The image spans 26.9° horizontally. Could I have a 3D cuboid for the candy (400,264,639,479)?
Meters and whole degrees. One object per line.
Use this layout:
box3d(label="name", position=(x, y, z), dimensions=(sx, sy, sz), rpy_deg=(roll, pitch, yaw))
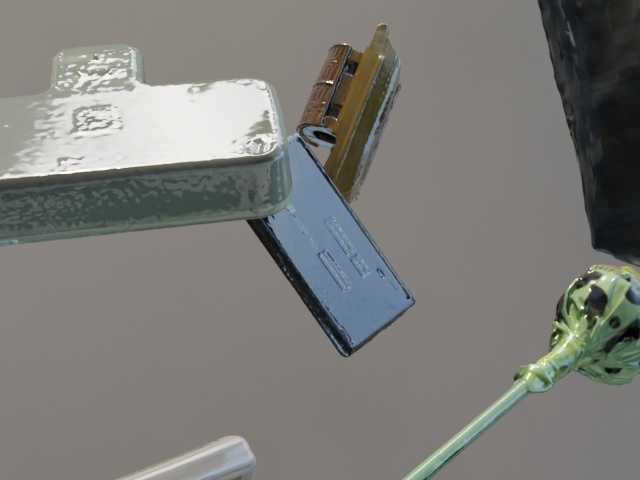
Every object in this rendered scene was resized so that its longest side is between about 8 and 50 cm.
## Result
box3d(label="candy", position=(0.155, 0.110, 0.970), dimensions=(0.083, 0.305, 0.091), rpy_deg=(8, -59, 45))

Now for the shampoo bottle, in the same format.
box3d(label="shampoo bottle", position=(-0.163, 0.237, 1.204), dimensions=(0.086, 0.227, 0.056), rpy_deg=(-47, -112, 39))

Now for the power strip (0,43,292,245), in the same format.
box3d(label="power strip", position=(-0.159, -0.075, 0.963), dimensions=(0.193, 0.265, 0.059), rpy_deg=(-102, -172, -53))

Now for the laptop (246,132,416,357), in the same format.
box3d(label="laptop", position=(0.000, 0.000, 1.187), dimensions=(0.016, 0.135, 0.197), rpy_deg=(-38, -93, 36))

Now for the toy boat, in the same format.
box3d(label="toy boat", position=(0.025, -0.128, 1.421), dimensions=(0.088, 0.226, 0.068), rpy_deg=(20, -21, 6))

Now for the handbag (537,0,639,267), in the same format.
box3d(label="handbag", position=(0.147, -0.101, 0.381), dimensions=(0.175, 0.089, 0.270), rpy_deg=(-20, -104, 39))
